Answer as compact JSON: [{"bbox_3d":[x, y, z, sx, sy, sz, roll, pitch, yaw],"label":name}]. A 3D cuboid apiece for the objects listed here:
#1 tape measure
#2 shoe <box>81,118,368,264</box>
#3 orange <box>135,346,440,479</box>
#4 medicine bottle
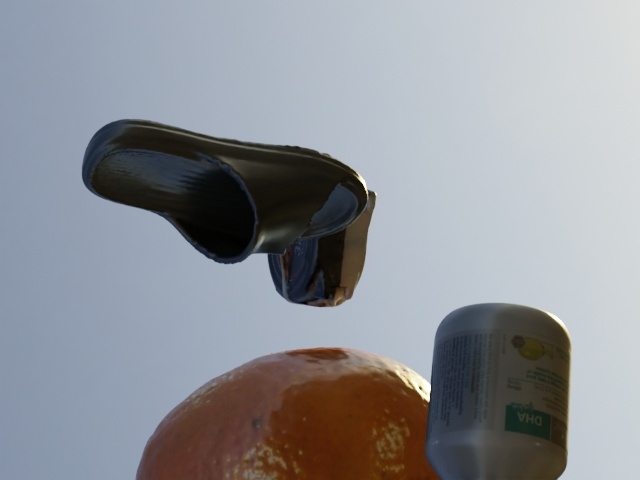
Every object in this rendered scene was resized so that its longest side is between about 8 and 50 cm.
[{"bbox_3d":[-0.002,-0.001,2.000,0.107,0.181,0.182,2,-76,-24],"label":"tape measure"},{"bbox_3d":[-0.079,-0.024,1.197,0.241,0.108,0.093,12,-130,-20],"label":"shoe"},{"bbox_3d":[-0.017,0.326,1.818,0.424,0.424,0.326,37,-150,-54],"label":"orange"},{"bbox_3d":[0.168,0.179,1.375,0.135,0.135,0.215,43,-133,-52],"label":"medicine bottle"}]
